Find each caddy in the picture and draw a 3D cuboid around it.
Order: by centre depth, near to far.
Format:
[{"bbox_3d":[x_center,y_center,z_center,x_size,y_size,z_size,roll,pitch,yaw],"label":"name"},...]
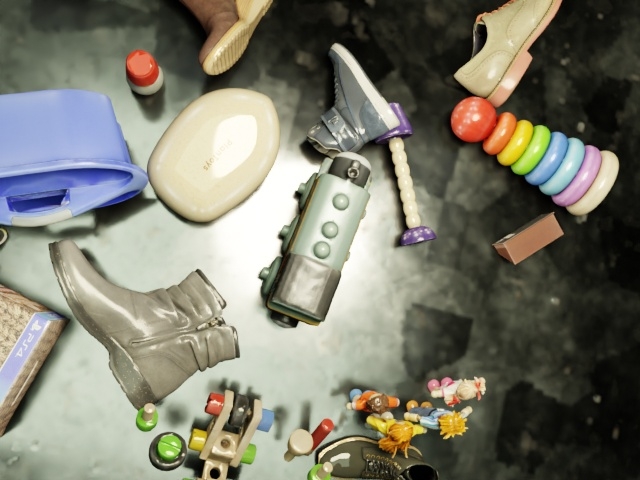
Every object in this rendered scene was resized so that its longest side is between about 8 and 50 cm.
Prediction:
[{"bbox_3d":[-0.459,-0.110,0.997,0.341,0.241,0.179,-9,80,-11],"label":"caddy"}]

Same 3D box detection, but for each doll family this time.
[{"bbox_3d":[0.180,0.318,1.106,0.263,0.163,0.118,-6,82,-11],"label":"doll family"}]

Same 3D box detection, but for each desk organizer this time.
[{"bbox_3d":[0.422,-0.003,1.249,0.130,0.047,0.050,-30,93,-12],"label":"desk organizer"}]

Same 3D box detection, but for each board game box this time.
[{"bbox_3d":[-0.608,0.164,0.987,0.291,0.141,0.232,28,80,-6],"label":"board game box"}]

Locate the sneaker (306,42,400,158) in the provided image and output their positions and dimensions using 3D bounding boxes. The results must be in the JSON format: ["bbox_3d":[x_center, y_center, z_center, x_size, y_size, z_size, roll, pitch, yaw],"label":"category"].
[{"bbox_3d":[0.028,-0.262,1.180,0.163,0.086,0.226,-34,62,13],"label":"sneaker"}]

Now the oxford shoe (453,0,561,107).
[{"bbox_3d":[0.391,-0.448,1.253,0.130,0.123,0.348,28,79,-1],"label":"oxford shoe"}]

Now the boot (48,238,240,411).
[{"bbox_3d":[-0.301,0.106,1.079,0.223,0.118,0.338,-32,102,-15],"label":"boot"}]

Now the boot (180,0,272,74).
[{"bbox_3d":[-0.223,-0.431,1.141,0.207,0.090,0.248,26,62,0],"label":"boot"}]

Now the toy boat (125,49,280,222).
[{"bbox_3d":[-0.228,-0.208,1.111,0.267,0.148,0.318,-43,101,-7],"label":"toy boat"}]

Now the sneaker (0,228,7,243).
[{"bbox_3d":[-0.580,0.012,1.062,0.031,0.035,0.083,34,79,-5],"label":"sneaker"}]

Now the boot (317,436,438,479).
[{"bbox_3d":[0.101,0.400,1.099,0.198,0.137,0.076,-3,85,-10],"label":"boot"}]

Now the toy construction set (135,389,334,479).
[{"bbox_3d":[-0.144,0.408,1.052,0.309,0.237,0.257,-5,55,-28],"label":"toy construction set"}]

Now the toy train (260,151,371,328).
[{"bbox_3d":[0.000,0.000,1.095,0.142,0.190,0.334,24,80,-8],"label":"toy train"}]

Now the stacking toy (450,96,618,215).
[{"bbox_3d":[0.411,-0.181,1.228,0.330,0.141,0.141,27,80,-2],"label":"stacking toy"}]

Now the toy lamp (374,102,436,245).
[{"bbox_3d":[0.160,-0.130,1.196,0.080,0.080,0.274,-12,86,-12],"label":"toy lamp"}]
